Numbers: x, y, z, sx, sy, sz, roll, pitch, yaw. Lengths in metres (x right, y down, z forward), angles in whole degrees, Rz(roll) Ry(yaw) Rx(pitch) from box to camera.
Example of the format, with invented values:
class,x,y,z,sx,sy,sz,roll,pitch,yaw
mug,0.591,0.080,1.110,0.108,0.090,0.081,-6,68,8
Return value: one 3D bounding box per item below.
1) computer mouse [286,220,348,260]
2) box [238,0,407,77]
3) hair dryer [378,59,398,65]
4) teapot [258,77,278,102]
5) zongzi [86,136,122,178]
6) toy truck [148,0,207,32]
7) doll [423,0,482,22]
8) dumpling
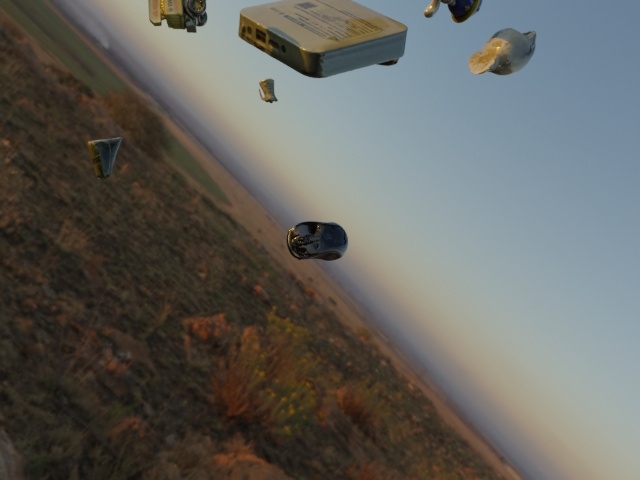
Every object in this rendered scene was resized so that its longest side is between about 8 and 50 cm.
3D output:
class,x,y,z,sx,sy,sz,roll,pitch,yaw
computer mouse,0.000,0.000,2.176,0.096,0.233,0.137,-39,-118,59
box,0.004,-0.623,1.897,0.396,0.396,0.111,39,-41,36
hair dryer,0.140,-0.786,2.359,0.303,0.120,0.360,16,36,-16
teapot,-0.189,-0.534,2.281,0.057,0.067,0.083,-6,80,-69
zongzi,-0.568,-0.224,1.712,0.113,0.052,0.104,-26,110,-57
toy truck,-0.380,-0.688,1.653,0.124,0.157,0.272,-162,-111,-80
doll,0.598,-1.079,2.682,0.242,0.311,0.160,14,39,-19
dumpling,0.684,-0.727,2.428,0.243,0.175,0.227,-5,21,-28
